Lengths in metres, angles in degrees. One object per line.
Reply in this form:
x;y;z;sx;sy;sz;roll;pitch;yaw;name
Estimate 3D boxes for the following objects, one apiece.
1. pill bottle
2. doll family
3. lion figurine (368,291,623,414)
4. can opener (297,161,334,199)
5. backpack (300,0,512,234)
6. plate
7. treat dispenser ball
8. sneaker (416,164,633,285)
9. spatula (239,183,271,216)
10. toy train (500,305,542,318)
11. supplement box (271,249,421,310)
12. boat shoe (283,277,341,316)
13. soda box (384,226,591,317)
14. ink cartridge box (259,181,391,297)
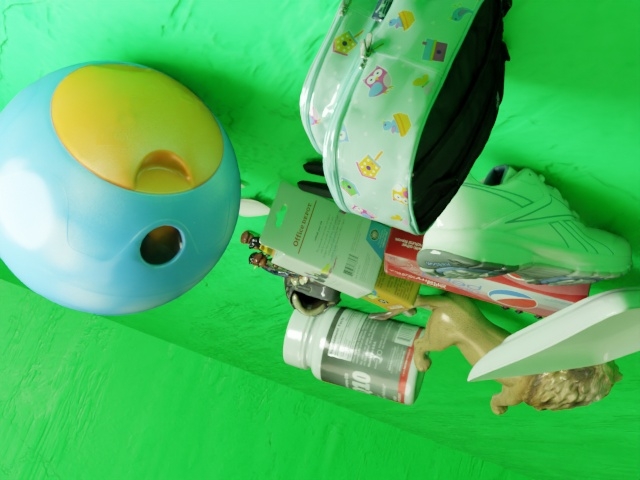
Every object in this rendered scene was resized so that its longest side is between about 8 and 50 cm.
0.077;0.230;1.610;0.283;0.161;0.161;13;161;16;pill bottle
-0.081;0.024;1.296;0.111;0.076;0.193;20;169;-11;doll family
0.289;0.181;1.315;0.392;0.142;0.240;24;154;-4;lion figurine
0.049;-0.066;0.953;0.186;0.059;0.073;7;159;30;can opener
0.066;-0.105;0.622;0.144;0.188;0.166;13;162;16;backpack
0.366;0.114;0.992;0.277;0.045;0.278;-1;156;-31;plate
-0.235;-0.058;0.882;0.288;0.288;0.288;16;161;6;treat dispenser ball
0.238;-0.016;0.850;0.297;0.129;0.111;8;167;-33;sneaker
-0.204;-0.083;1.211;0.242;0.019;0.168;1;156;42;spatula
0.355;0.110;1.217;0.158;0.027;0.036;15;158;10;toy train
0.047;0.034;1.213;0.233;0.080;0.078;23;162;-19;supplement box
-0.018;0.093;1.416;0.102;0.092;0.285;22;161;-11;boat shoe
0.220;0.028;1.024;0.263;0.083;0.092;14;161;10;soda box
0.000;0.000;1.116;0.181;0.104;0.061;24;160;-14;ink cartridge box
